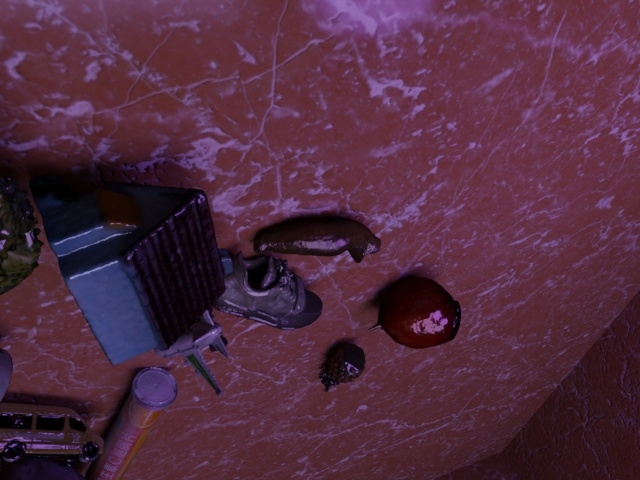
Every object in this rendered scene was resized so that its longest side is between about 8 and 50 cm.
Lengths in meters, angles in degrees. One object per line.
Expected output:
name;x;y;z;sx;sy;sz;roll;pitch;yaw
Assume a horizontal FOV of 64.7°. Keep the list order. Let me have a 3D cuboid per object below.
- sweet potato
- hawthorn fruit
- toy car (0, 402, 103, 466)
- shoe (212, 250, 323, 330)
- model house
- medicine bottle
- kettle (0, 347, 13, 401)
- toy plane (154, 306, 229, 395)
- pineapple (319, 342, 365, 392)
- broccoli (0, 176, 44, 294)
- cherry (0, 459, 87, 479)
sweet potato;0.002;0.005;1.067;0.285;0.085;0.112;-5;138;-26
hawthorn fruit;0.244;0.202;1.350;0.251;0.190;0.190;-16;140;6
toy car;-0.607;0.426;1.111;0.101;0.125;0.256;-25;147;32
shoe;-0.089;0.103;1.087;0.292;0.109;0.149;15;132;-34
model house;-0.279;0.009;0.823;0.248;0.230;0.281;-24;144;-22
medicine bottle;-0.483;0.491;1.270;0.108;0.108;0.426;9;127;-37
kettle;-0.651;0.187;0.838;0.221;0.161;0.236;-53;140;-15
toy plane;-0.274;0.206;1.069;0.101;0.251;0.255;-26;-178;-43
pineapple;0.056;0.382;1.489;0.108;0.108;0.198;-1;144;-30
broccoli;-0.494;-0.016;0.570;0.277;0.318;0.338;49;140;-16
cherry;-0.673;0.645;1.174;0.334;0.292;0.326;27;132;-33
